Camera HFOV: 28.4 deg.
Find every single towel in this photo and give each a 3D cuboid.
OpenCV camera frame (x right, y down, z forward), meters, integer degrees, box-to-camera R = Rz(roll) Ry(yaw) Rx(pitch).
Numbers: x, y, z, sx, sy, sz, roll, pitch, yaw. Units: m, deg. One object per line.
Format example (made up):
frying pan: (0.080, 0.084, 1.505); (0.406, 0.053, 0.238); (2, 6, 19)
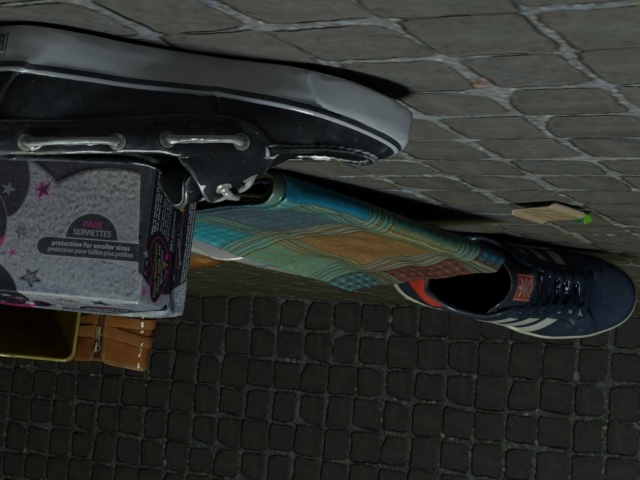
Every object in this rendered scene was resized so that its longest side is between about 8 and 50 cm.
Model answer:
towel: (0.000, 0.000, 1.488); (0.370, 0.040, 0.271); (18, 161, -40)

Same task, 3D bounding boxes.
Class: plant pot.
plant pot: (-0.482, 0.051, 1.918); (0.212, 0.212, 0.187); (7, -173, -24)

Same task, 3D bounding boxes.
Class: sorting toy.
sorting toy: (0.261, -0.030, 1.397); (0.083, 0.012, 0.062); (14, 165, -38)

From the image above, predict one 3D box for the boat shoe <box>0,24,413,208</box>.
boat shoe: (-0.081, -0.071, 0.868); (0.301, 0.102, 0.108); (8, 173, -23)

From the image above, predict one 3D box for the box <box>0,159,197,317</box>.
box: (-0.255, -0.020, 1.180); (0.247, 0.163, 0.142); (5, 173, 12)

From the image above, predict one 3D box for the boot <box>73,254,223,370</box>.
boot: (-0.268, 0.090, 1.933); (0.283, 0.220, 0.109); (2, 173, 24)

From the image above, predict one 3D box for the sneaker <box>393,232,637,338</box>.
sneaker: (0.274, 0.064, 1.700); (0.350, 0.131, 0.148); (6, 178, -9)

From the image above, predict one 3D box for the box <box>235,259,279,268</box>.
box: (0.019, 0.018, 1.836); (0.232, 0.058, 0.322); (1, 172, 28)

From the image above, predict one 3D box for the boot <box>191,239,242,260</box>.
boot: (-0.166, -0.017, 1.651); (0.190, 0.069, 0.086); (12, -179, 4)
